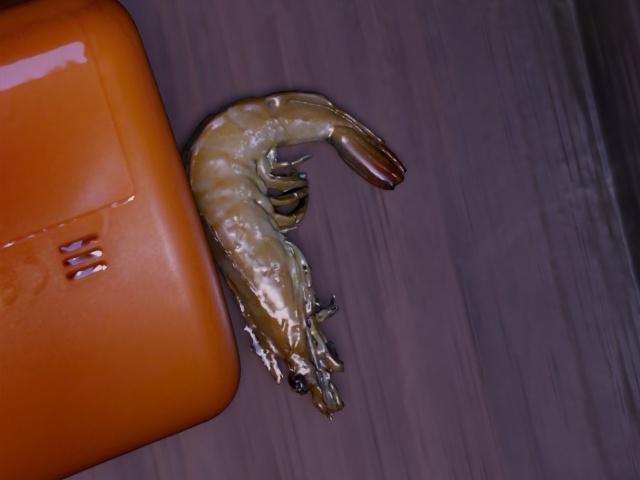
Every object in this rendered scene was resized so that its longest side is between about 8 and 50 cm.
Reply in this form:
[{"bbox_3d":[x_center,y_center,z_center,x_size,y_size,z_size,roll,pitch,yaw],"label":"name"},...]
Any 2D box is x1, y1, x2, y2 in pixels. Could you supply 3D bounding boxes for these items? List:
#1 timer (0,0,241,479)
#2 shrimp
[{"bbox_3d":[-0.182,0.018,0.870,0.257,0.161,0.250,-21,108,-16],"label":"timer"},{"bbox_3d":[0.000,0.000,0.958,0.124,0.034,0.178,-26,84,-19],"label":"shrimp"}]
